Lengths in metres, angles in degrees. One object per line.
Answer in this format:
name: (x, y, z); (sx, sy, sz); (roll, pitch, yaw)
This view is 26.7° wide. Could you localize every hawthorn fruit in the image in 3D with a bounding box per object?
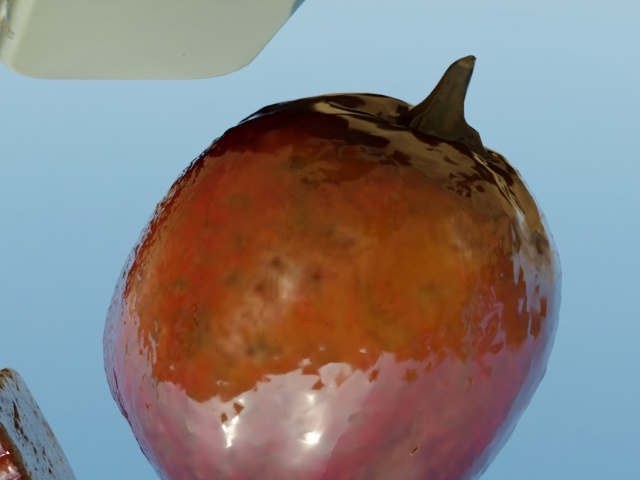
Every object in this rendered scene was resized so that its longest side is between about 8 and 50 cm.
hawthorn fruit: (0.015, 0.026, 0.642); (0.215, 0.249, 0.215); (29, -167, -7)

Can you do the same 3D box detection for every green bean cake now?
green bean cake: (-0.270, 0.187, 1.173); (0.056, 0.135, 0.135); (-29, -174, 3)

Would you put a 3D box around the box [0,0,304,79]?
box: (-0.098, -0.310, 0.772); (0.177, 0.344, 0.352); (-5, 168, -22)
